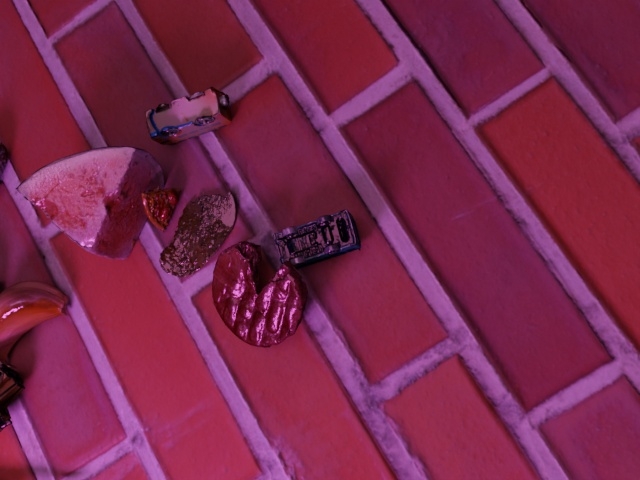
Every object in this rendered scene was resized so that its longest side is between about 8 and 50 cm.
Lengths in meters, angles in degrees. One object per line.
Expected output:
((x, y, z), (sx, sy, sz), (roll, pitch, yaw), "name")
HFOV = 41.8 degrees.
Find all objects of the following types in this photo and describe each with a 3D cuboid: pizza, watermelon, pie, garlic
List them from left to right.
((-0.649, 0.155, 1.793), (0.207, 0.128, 0.115), (-42, 47, 12), "garlic")
((-0.442, -0.075, 1.717), (0.262, 0.213, 0.201), (-21, 74, 11), "watermelon")
((-0.336, -0.075, 1.748), (0.029, 0.099, 0.100), (15, 82, 35), "pizza")
((-0.122, 0.105, 1.638), (0.219, 0.054, 0.204), (40, 120, 19), "pie")

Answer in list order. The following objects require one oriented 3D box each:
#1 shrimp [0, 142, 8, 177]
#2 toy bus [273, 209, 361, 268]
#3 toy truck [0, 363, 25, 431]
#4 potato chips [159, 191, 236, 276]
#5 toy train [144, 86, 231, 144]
((-0.777, -0.119, 1.896), (0.090, 0.079, 0.232), (32, 94, 24), "shrimp")
((0.000, 0.000, 1.642), (0.160, 0.092, 0.079), (-19, 79, 17), "toy bus")
((-0.722, 0.371, 1.729), (0.127, 0.127, 0.257), (39, 75, 11), "toy truck")
((-0.257, -0.020, 1.755), (0.209, 0.026, 0.142), (-34, 70, 6), "potato chips")
((-0.273, -0.261, 1.771), (0.188, 0.099, 0.072), (-17, 77, 11), "toy train")
